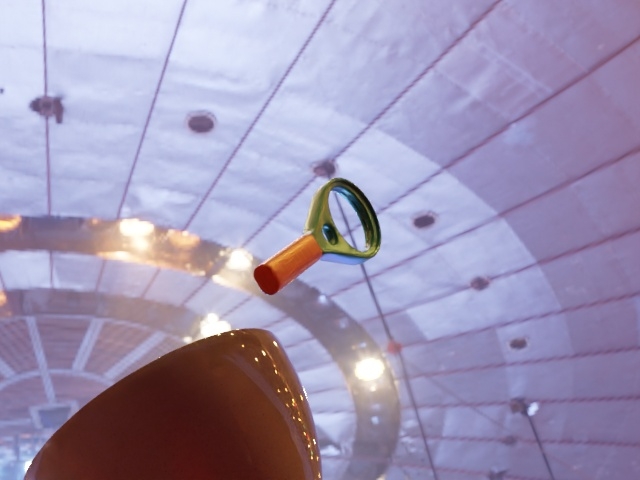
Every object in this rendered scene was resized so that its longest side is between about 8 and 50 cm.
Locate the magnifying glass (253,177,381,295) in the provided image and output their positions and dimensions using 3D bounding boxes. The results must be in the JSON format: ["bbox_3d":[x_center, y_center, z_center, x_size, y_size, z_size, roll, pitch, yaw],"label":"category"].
[{"bbox_3d":[0.000,0.000,0.919,0.026,0.231,0.092,-28,-86,29],"label":"magnifying glass"}]

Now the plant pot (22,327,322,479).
[{"bbox_3d":[-0.106,0.244,0.892,0.284,0.191,0.284,-31,-24,-15],"label":"plant pot"}]
